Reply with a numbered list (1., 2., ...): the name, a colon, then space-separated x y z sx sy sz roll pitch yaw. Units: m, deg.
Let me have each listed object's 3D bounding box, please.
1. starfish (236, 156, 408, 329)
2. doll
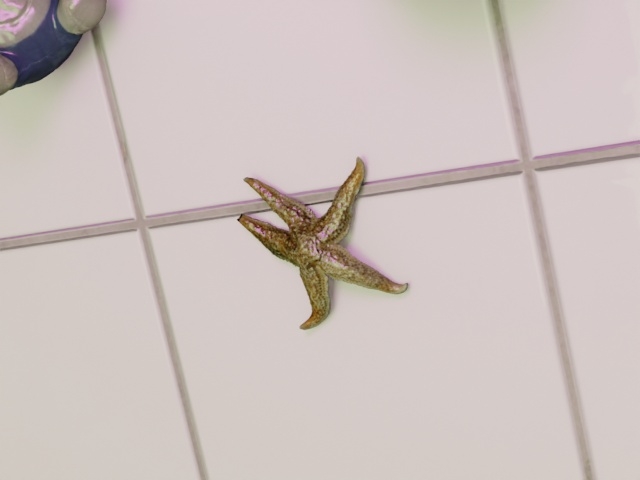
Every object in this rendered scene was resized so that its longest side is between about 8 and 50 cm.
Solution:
1. starfish: -0.001 0.000 1.523 0.223 0.050 0.217 27 108 15
2. doll: -0.387 -0.298 1.590 0.228 0.154 0.258 -40 90 -2
